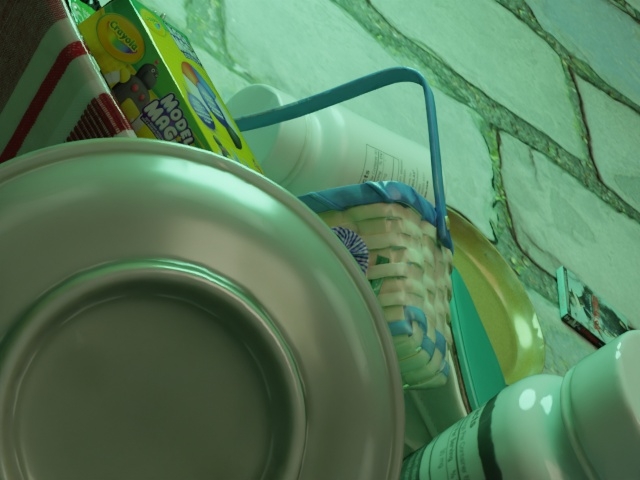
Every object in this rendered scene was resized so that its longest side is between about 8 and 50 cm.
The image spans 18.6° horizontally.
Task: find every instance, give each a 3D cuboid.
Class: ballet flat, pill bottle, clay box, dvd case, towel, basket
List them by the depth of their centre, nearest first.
[{"bbox_3d":[-0.110,-0.100,1.513,0.222,0.053,0.127,61,11,18],"label":"clay box"},{"bbox_3d":[-0.186,-0.026,1.520,0.037,0.237,0.329,-19,72,-34],"label":"towel"},{"bbox_3d":[0.160,0.236,1.582,0.204,0.361,0.204,35,33,-28],"label":"pill bottle"},{"bbox_3d":[0.000,0.000,1.721,0.201,0.255,0.289,52,24,-58],"label":"basket"},{"bbox_3d":[0.133,0.217,1.784,0.139,0.139,0.400,-4,69,-56],"label":"ballet flat"},{"bbox_3d":[0.006,-0.069,1.938,0.229,0.131,0.131,23,40,-41],"label":"pill bottle"},{"bbox_3d":[0.329,0.092,2.340,0.119,0.013,0.087,36,33,-24],"label":"dvd case"}]

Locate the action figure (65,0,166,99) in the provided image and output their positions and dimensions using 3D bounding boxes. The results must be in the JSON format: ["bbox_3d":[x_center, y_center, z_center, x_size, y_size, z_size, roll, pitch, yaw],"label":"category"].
[{"bbox_3d":[-0.214,-0.176,1.740,0.164,0.141,0.275,17,45,-30],"label":"action figure"}]

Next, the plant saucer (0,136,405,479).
[{"bbox_3d":[-0.123,0.125,1.313,0.400,0.400,0.100,48,-13,-8],"label":"plant saucer"}]

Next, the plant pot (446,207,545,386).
[{"bbox_3d":[0.152,0.063,2.103,0.236,0.032,0.236,36,32,-27],"label":"plant pot"}]
